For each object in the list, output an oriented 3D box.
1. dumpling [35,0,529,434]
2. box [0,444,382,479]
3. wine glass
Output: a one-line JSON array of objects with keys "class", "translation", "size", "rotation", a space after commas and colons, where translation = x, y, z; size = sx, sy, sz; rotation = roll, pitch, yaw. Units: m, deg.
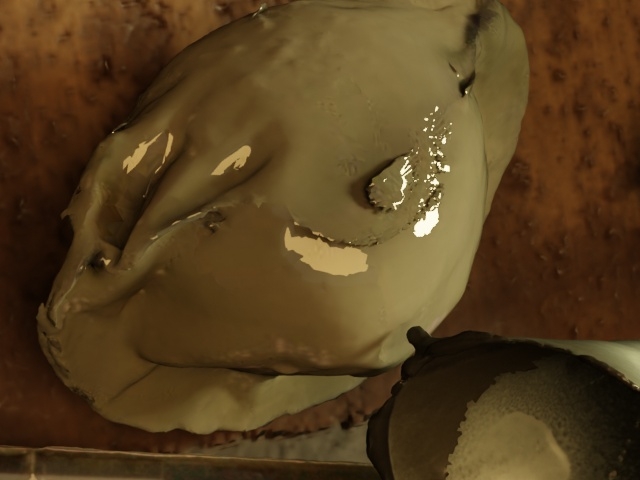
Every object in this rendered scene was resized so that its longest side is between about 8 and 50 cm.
[{"class": "dumpling", "translation": [0.000, 0.000, 0.718], "size": [0.247, 0.142, 0.172], "rotation": [-31, 138, -26]}, {"class": "box", "translation": [0.003, 0.178, 0.716], "size": [0.325, 0.047, 0.180], "rotation": [5, 73, -19]}, {"class": "wine glass", "translation": [0.141, 0.042, 0.723], "size": [0.232, 0.156, 0.156], "rotation": [-43, 108, -43]}]
